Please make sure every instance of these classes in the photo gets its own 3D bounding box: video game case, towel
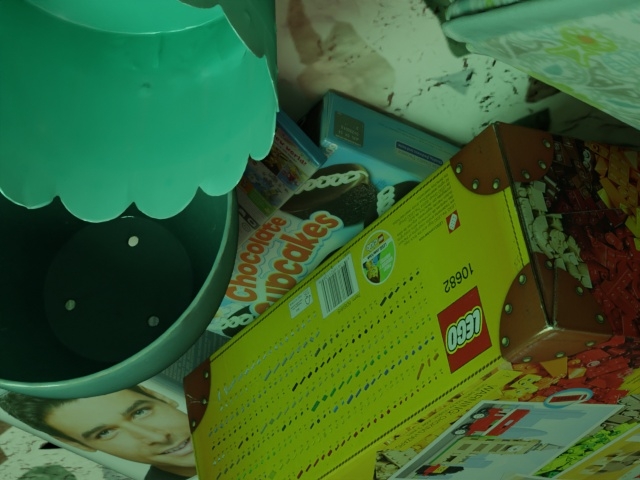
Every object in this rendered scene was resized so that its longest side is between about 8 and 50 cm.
[{"bbox_3d":[-0.079,-0.068,1.566,0.119,0.015,0.166,47,136,0],"label":"video game case"},{"bbox_3d":[0.295,-0.142,1.299,0.320,0.090,0.374,22,171,-23],"label":"towel"}]

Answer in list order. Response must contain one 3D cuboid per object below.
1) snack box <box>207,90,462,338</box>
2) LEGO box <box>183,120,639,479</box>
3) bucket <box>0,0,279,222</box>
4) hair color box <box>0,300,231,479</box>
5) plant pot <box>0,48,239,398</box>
[{"bbox_3d":[0.000,0.000,1.673,0.187,0.060,0.322,21,141,-24],"label":"snack box"},{"bbox_3d":[0.165,0.121,1.649,0.372,0.193,0.500,8,147,-34],"label":"LEGO box"},{"bbox_3d":[-0.159,-0.164,1.345,0.281,0.183,0.281,2,144,1],"label":"bucket"},{"bbox_3d":[-0.143,0.167,1.876,0.374,0.113,0.185,30,137,-32],"label":"hair color box"},{"bbox_3d":[-0.194,0.010,1.535,0.290,0.290,0.195,-4,159,10],"label":"plant pot"}]
